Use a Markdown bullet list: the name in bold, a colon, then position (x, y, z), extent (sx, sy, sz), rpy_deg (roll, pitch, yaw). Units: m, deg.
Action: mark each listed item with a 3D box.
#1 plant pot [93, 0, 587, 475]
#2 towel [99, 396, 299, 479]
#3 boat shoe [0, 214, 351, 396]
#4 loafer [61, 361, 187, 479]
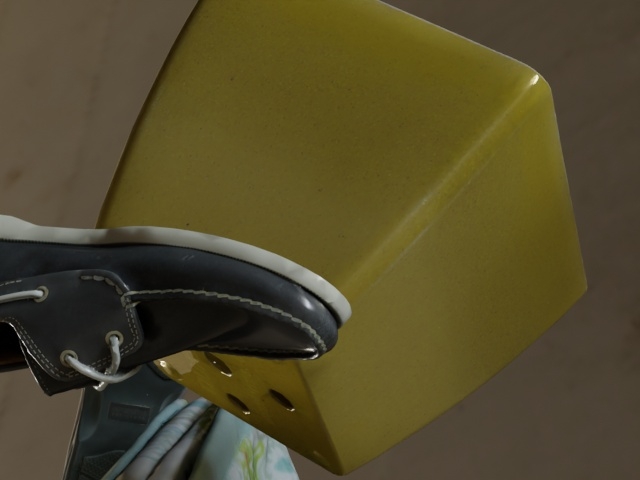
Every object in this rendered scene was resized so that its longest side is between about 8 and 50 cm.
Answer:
- **plant pot**: position (0.000, 0.000, 1.087), extent (0.212, 0.212, 0.187), rpy_deg (27, -114, 28)
- **towel**: position (-0.059, 0.283, 1.303), extent (0.090, 0.320, 0.374), rpy_deg (-13, -171, 12)
- **boat shoe**: position (-0.099, 0.038, 0.890), extent (0.233, 0.084, 0.079), rpy_deg (4, -117, 20)
- **loafer**: position (-0.142, 0.098, 1.497), extent (0.267, 0.096, 0.084), rpy_deg (-70, -160, 5)
